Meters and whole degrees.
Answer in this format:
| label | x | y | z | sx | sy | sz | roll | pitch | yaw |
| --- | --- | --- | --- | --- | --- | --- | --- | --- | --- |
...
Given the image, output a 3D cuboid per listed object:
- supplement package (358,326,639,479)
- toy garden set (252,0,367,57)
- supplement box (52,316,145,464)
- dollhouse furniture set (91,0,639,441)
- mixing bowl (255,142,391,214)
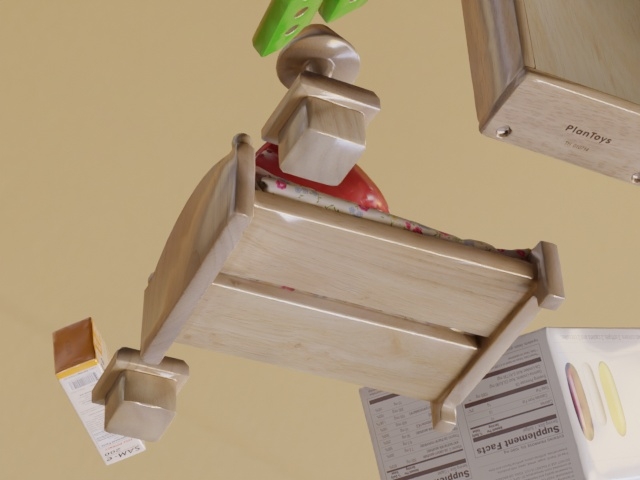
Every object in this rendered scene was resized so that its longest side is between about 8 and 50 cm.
| label | x | y | z | sx | sy | sz | roll | pitch | yaw |
| --- | --- | --- | --- | --- | --- | --- | --- | --- | --- |
| supplement package | 0.201 | 0.175 | 1.824 | 0.262 | 0.204 | 0.145 | 3 | -110 | -56 |
| toy garden set | 0.061 | -0.259 | 1.538 | 0.244 | 0.204 | 0.049 | -31 | -103 | -28 |
| supplement box | -0.174 | 0.118 | 1.562 | 0.036 | 0.098 | 0.062 | -22 | -148 | 3 |
| dollhouse furniture set | 0.074 | -0.021 | 1.134 | 0.303 | 0.355 | 0.174 | 16 | -134 | -21 |
| mixing bowl | 0.000 | 0.000 | 1.766 | 0.098 | 0.181 | 0.181 | 22 | -149 | 33 |
